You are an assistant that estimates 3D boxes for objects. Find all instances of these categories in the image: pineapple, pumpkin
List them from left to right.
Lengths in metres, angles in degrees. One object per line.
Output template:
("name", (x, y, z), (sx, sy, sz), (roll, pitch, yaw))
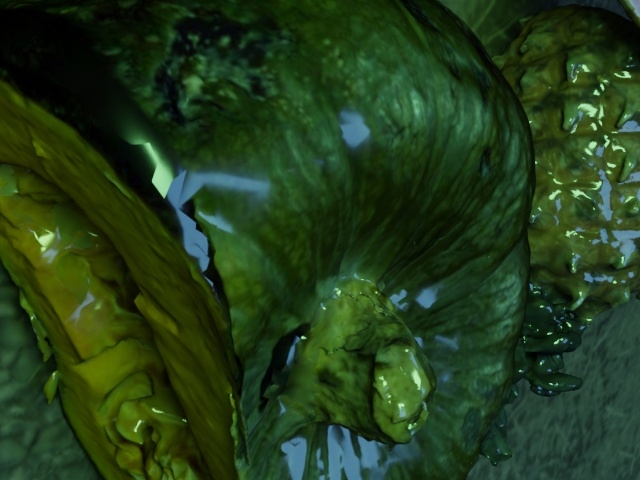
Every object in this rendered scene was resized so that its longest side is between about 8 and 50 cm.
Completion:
("pumpkin", (0.000, 0.000, 0.643), (0.232, 0.242, 0.325), (-37, 135, -22))
("pineapple", (0.116, 0.011, 0.849), (0.279, 0.158, 0.158), (-59, 139, -8))

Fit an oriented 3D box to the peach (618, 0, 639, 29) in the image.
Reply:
("peach", (0.187, -0.187, 0.797), (0.189, 0.068, 0.279), (-20, 80, -50))
